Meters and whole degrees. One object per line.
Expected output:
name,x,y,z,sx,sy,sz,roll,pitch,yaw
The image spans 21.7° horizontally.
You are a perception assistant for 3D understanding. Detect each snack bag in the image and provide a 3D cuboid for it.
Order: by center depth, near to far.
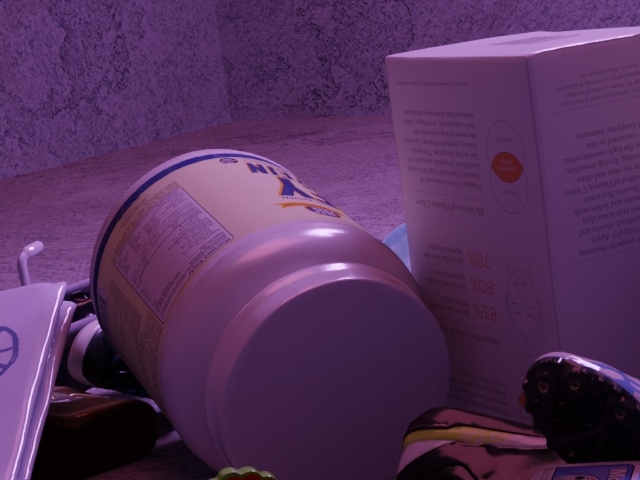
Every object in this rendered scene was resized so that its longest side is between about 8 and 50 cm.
snack bag,-0.396,0.171,1.445,0.342,0.037,0.323,-11,35,10

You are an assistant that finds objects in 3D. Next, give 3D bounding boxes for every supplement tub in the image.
supplement tub,-0.049,0.071,1.447,0.235,0.235,0.325,-12,23,-21

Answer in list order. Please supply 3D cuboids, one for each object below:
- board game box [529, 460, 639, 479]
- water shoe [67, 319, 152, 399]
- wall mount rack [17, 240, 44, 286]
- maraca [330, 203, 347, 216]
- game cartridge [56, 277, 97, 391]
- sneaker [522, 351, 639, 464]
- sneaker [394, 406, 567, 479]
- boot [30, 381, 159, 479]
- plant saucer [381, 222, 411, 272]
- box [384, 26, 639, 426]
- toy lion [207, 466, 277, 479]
board game box,0.249,0.211,0.944,0.302,0.086,0.308,-4,11,18
water shoe,-0.157,0.121,1.633,0.080,0.073,0.203,16,0,37
wall mount rack,-0.215,0.024,2.209,0.350,0.130,0.304,1,13,37
maraca,0.000,0.000,2.281,0.127,0.099,0.185,1,-9,30
game cartridge,-0.273,0.113,1.696,0.294,0.060,0.196,-20,-24,-25
sneaker,0.248,0.138,1.139,0.237,0.085,0.086,25,32,4
sneaker,0.159,0.191,1.217,0.234,0.084,0.097,5,53,23
boot,-0.281,0.178,1.563,0.213,0.077,0.165,-7,9,-35
plant saucer,0.220,0.030,1.785,0.317,0.044,0.317,-2,22,1
box,0.195,0.006,1.378,0.168,0.345,0.215,-12,11,-27
toy lion,-0.066,0.208,1.174,0.100,0.096,0.034,-11,10,-12
